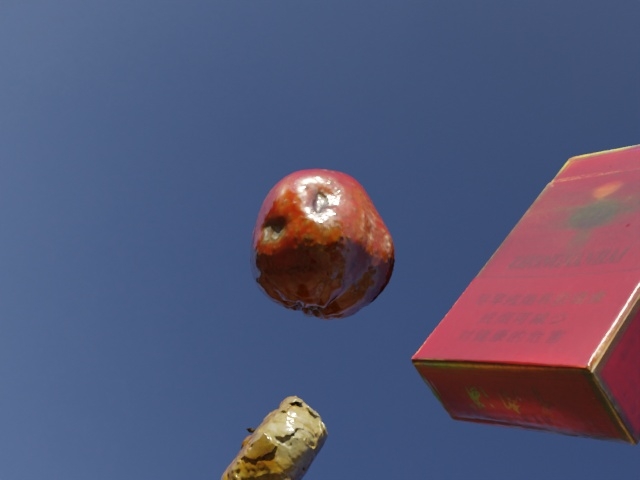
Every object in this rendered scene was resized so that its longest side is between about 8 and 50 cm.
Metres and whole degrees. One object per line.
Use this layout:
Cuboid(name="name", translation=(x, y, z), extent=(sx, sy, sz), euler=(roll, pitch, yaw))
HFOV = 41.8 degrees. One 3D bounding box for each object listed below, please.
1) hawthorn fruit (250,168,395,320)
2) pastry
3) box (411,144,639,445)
Cuboid(name="hawthorn fruit", translation=(0.000, 0.000, 0.492), extent=(0.093, 0.093, 0.093), euler=(13, -67, 33))
Cuboid(name="pastry", translation=(-0.052, 0.250, 0.961), extent=(0.081, 0.153, 0.153), euler=(45, -52, -1))
Cuboid(name="box", translation=(0.250, 0.033, 0.758), extent=(0.089, 0.313, 0.197), euler=(53, -30, -18))
